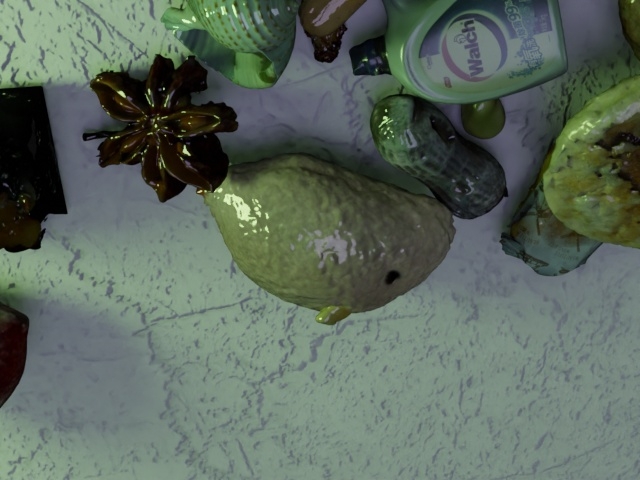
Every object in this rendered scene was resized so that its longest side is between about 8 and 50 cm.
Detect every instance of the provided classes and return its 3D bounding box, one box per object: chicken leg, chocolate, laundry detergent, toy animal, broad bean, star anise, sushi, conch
[{"bbox_3d":[0.001,-0.300,1.746,0.062,0.037,0.145,-24,124,-13],"label":"chicken leg"},{"bbox_3d":[0.163,-0.116,1.838,0.110,0.110,0.248,-40,117,20],"label":"chocolate"},{"bbox_3d":[0.170,-0.282,1.725,0.280,0.105,0.215,-10,104,10],"label":"laundry detergent"},{"bbox_3d":[-0.007,-0.002,1.847,0.358,0.188,0.226,21,129,-3],"label":"toy animal"},{"bbox_3d":[0.226,-0.176,1.841,0.063,0.045,0.083,-25,130,-2],"label":"broad bean"},{"bbox_3d":[-0.203,-0.160,1.770,0.220,0.126,0.190,36,131,13],"label":"star anise"},{"bbox_3d":[-0.476,-0.062,1.761,0.227,0.212,0.215,-4,124,0],"label":"sushi"},{"bbox_3d":[-0.101,-0.293,1.687,0.131,0.200,0.172,-55,137,-13],"label":"conch"}]

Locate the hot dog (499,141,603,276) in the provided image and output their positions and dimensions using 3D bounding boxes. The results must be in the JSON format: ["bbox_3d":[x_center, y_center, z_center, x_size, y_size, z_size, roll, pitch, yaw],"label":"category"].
[{"bbox_3d":[0.371,-0.060,1.905,0.162,0.082,0.270,21,120,-20],"label":"hot dog"}]

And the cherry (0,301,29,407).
[{"bbox_3d":[-0.555,0.179,1.911,0.300,0.203,0.230,-23,86,0],"label":"cherry"}]

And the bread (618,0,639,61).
[{"bbox_3d":[0.497,-0.318,1.720,0.230,0.123,0.230,-2,121,-3],"label":"bread"}]

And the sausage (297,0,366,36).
[{"bbox_3d":[0.088,-0.372,1.670,0.301,0.066,0.066,-41,117,13],"label":"sausage"}]

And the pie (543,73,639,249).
[{"bbox_3d":[0.464,-0.106,1.769,0.339,0.077,0.339,-4,136,-3],"label":"pie"}]
